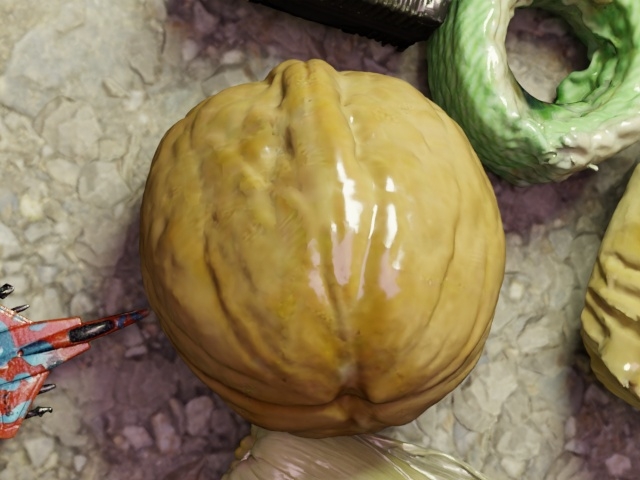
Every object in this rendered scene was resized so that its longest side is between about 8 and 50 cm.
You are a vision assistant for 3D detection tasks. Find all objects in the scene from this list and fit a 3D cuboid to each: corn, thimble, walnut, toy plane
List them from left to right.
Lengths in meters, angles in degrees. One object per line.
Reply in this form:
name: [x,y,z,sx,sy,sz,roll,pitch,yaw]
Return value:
toy plane: [-0.235,0.089,1.096,0.189,0.061,0.130,-17,89,-18]
walnut: [0.000,-0.001,1.047,0.252,0.277,0.313,34,37,-45]
corn: [0.062,0.246,1.116,0.305,0.122,0.123,27,36,-9]
thimble: [0.203,-0.159,1.168,0.219,0.150,0.219,1,85,-12]

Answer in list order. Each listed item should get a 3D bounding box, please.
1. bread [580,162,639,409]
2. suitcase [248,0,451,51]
bread: [0.388,-0.013,1.161,0.236,0.183,0.389,24,91,-47]
suitcase: [0.033,-0.356,1.143,0.229,0.152,0.335,16,83,-10]
